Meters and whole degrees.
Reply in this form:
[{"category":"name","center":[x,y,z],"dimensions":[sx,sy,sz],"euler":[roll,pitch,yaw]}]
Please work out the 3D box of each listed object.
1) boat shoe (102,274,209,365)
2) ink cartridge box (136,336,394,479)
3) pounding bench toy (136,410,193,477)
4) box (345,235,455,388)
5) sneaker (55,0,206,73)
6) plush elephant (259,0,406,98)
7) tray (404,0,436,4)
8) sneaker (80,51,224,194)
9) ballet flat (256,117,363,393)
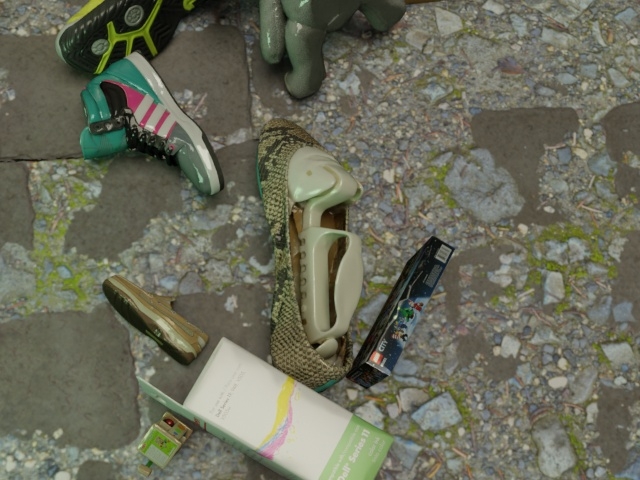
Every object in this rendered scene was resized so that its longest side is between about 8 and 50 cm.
[{"category":"boat shoe","center":[-0.261,0.115,1.357],"dimensions":[0.190,0.068,0.072],"euler":[43,59,-4]},{"category":"ink cartridge box","center":[-0.086,0.257,1.253],"dimensions":[0.354,0.207,0.119],"euler":[30,72,1]},{"category":"pounding bench toy","center":[-0.244,0.314,1.293],"dimensions":[0.052,0.065,0.083],"euler":[36,102,3]},{"category":"box","center":[0.126,0.118,1.357],"dimensions":[0.044,0.159,0.233],"euler":[30,70,0]},{"category":"sneaker","center":[-0.318,-0.438,1.504],"dimensions":[0.147,0.145,0.385],"euler":[36,67,26]},{"category":"plush elephant","center":[-0.056,-0.460,1.477],"dimensions":[0.272,0.330,0.255],"euler":[-44,58,-2]},{"category":"tray","center":[0.159,-0.662,1.664],"dimensions":[0.203,0.076,0.410],"euler":[-10,75,-11]},{"category":"sneaker","center":[-0.303,-0.166,1.402],"dimensions":[0.178,0.124,0.295],"euler":[-32,73,-21]},{"category":"ballet flat","center":[0.000,0.000,1.363],"dimensions":[0.164,0.182,0.482],"euler":[9,68,-34]}]
